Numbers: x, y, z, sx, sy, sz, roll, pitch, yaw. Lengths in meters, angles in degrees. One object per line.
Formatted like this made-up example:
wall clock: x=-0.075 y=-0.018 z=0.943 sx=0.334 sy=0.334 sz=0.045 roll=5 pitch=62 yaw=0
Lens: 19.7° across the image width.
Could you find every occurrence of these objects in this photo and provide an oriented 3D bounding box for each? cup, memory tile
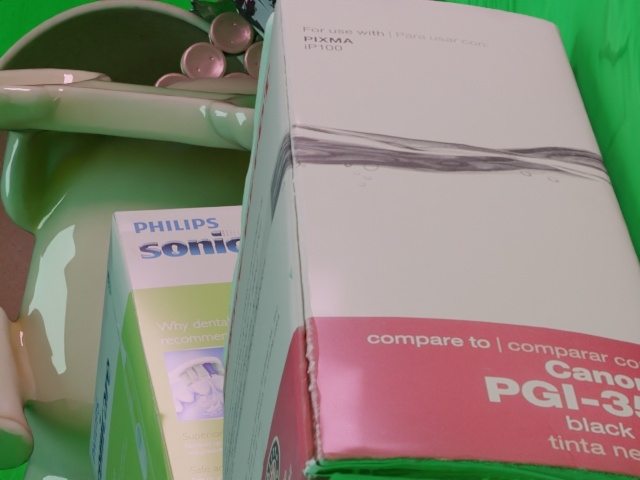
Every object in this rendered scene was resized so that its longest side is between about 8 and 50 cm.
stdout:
cup: x=-0.138 y=-0.038 z=1.687 sx=0.237 sy=0.331 sz=0.331 roll=10 pitch=-95 yaw=-70
memory tile: x=-0.057 y=-0.131 z=1.503 sx=0.148 sy=0.113 sz=0.012 roll=-50 pitch=1 yaw=-20

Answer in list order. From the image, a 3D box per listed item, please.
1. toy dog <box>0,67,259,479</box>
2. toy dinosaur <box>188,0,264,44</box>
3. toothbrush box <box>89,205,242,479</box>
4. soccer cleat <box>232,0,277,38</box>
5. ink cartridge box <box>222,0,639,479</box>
toy dog: x=-0.118 y=0.087 z=1.319 sx=0.395 sy=0.284 sz=0.408 roll=-42 pitch=-42 yaw=-80
toy dinosaur: x=-0.069 y=-0.236 z=2.000 sx=0.200 sy=0.127 sz=0.296 roll=-45 pitch=0 yaw=-35
toothbrush box: x=-0.039 y=0.150 z=0.959 sx=0.206 sy=0.122 sz=0.283 roll=101 pitch=158 yaw=-44
soccer cleat: x=0.022 y=-0.098 z=1.084 sx=0.108 sy=0.116 sz=0.318 roll=-42 pitch=56 yaw=48
ink cartridge box: x=0.031 y=0.066 z=0.635 sx=0.283 sy=0.117 sz=0.207 roll=-94 pitch=11 yaw=-56
